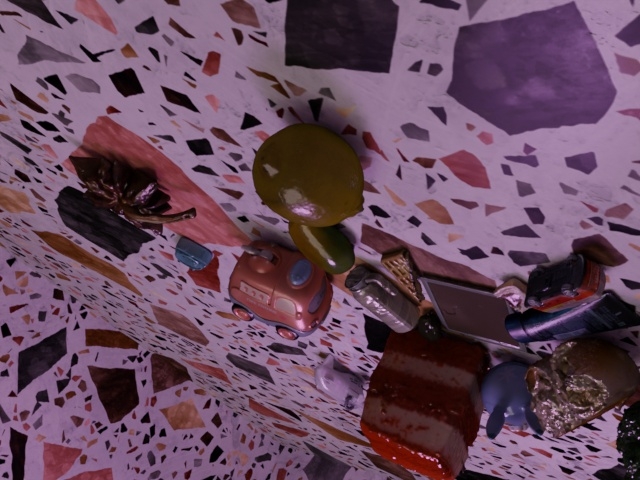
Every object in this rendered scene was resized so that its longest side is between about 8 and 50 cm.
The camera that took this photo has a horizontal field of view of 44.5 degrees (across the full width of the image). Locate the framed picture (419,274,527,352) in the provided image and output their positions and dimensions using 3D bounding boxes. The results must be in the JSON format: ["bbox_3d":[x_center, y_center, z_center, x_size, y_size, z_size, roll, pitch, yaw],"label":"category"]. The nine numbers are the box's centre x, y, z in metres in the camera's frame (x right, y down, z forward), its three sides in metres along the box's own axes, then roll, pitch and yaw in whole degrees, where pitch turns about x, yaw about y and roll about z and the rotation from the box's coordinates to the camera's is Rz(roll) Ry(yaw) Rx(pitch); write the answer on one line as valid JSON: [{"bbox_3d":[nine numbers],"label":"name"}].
[{"bbox_3d":[0.358,0.168,1.799,0.216,0.016,0.273,13,153,29],"label":"framed picture"}]

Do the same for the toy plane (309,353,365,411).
[{"bbox_3d":[0.064,0.487,2.642,0.252,0.118,0.252,37,171,7],"label":"toy plane"}]

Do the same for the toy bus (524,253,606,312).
[{"bbox_3d":[0.456,0.084,1.454,0.077,0.079,0.174,23,157,-15],"label":"toy bus"}]

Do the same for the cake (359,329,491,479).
[{"bbox_3d":[0.273,0.424,2.035,0.270,0.320,0.269,14,155,26],"label":"cake"}]

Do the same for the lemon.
[{"bbox_3d":[-0.015,-0.114,1.403,0.248,0.184,0.184,26,162,-40],"label":"lemon"}]

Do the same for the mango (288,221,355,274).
[{"bbox_3d":[0.000,0.001,1.750,0.191,0.085,0.122,46,162,-18],"label":"mango"}]

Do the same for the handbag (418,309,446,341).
[{"bbox_3d":[0.273,0.213,1.936,0.072,0.047,0.111,32,159,29],"label":"handbag"}]

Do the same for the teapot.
[{"bbox_3d":[0.156,0.138,1.872,0.200,0.077,0.107,39,150,-27],"label":"teapot"}]

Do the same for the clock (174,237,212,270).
[{"bbox_3d":[-0.375,0.047,2.271,0.108,0.045,0.147,31,157,-7],"label":"clock"}]

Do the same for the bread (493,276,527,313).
[{"bbox_3d":[0.406,0.112,1.603,0.083,0.035,0.070,35,145,-12],"label":"bread"}]

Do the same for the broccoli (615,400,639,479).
[{"bbox_3d":[0.810,0.501,1.739,0.303,0.321,0.283,19,-172,42],"label":"broccoli"}]

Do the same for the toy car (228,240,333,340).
[{"bbox_3d":[-0.098,0.108,1.965,0.270,0.181,0.212,23,147,9],"label":"toy car"}]

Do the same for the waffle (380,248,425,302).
[{"bbox_3d":[0.205,0.082,1.739,0.153,0.023,0.097,46,153,-16],"label":"waffle"}]

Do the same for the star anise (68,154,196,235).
[{"bbox_3d":[-0.487,-0.110,1.985,0.349,0.109,0.292,29,162,-7],"label":"star anise"}]

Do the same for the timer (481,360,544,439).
[{"bbox_3d":[0.473,0.410,1.893,0.175,0.255,0.175,3,132,3],"label":"timer"}]

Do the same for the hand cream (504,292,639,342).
[{"bbox_3d":[0.505,0.162,1.589,0.120,0.061,0.270,37,148,-24],"label":"hand cream"}]

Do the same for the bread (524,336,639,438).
[{"bbox_3d":[0.562,0.289,1.644,0.314,0.192,0.171,90,156,-65],"label":"bread"}]
